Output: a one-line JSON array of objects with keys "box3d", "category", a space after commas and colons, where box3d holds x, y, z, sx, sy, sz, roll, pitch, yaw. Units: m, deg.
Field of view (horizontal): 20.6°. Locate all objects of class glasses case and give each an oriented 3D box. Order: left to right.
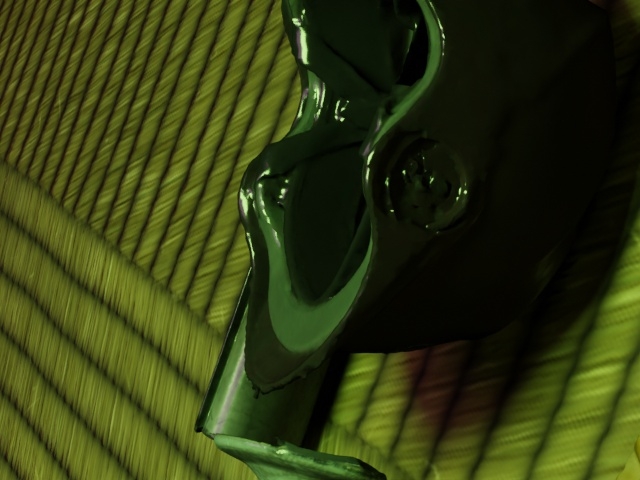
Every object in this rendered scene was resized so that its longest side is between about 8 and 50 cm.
[{"box3d": [0.000, 0.000, 1.206, 0.060, 0.114, 0.299, 20, 91, 24], "category": "glasses case"}]

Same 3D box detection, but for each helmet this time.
[{"box3d": [0.068, -0.047, 1.016, 0.225, 0.177, 0.305, -174, 94, -69], "category": "helmet"}]

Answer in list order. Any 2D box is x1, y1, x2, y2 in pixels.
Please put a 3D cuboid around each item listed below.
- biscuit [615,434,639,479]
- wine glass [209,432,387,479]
[{"box3d": [0.203, 0.093, 0.830, 0.224, 0.033, 0.144, -62, 28, 20], "category": "biscuit"}, {"box3d": [-0.041, 0.247, 1.093, 0.126, 0.126, 0.241, -5, 66, 61], "category": "wine glass"}]
